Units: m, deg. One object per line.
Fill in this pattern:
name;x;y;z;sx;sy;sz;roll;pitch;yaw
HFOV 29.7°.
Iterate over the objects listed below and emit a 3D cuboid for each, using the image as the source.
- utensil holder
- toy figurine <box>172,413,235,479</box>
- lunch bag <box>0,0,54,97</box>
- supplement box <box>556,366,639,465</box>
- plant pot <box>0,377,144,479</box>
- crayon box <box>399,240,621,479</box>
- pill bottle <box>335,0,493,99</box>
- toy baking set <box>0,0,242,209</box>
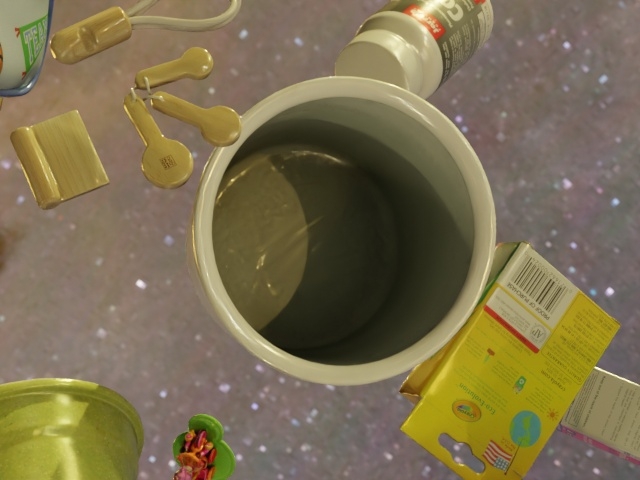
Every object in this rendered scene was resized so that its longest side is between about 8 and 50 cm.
utensil holder;0.000;0.000;1.455;0.328;0.327;0.385;-55;-175;-8
toy figurine;-0.243;0.439;2.263;0.159;0.130;0.173;-62;165;-54
lunch bag;-0.251;-0.202;0.682;0.303;0.114;0.243;-18;117;-71
supplement box;0.506;0.296;1.972;0.220;0.111;0.114;21;-102;18
plant pot;-0.294;0.330;1.278;0.276;0.276;0.254;-42;-133;20
crayon box;0.254;0.185;1.700;0.318;0.202;0.081;-53;-166;-14
pill bottle;0.153;-0.320;1.972;0.161;0.161;0.283;-25;-165;45
toy baking set;-0.154;-0.137;0.867;0.030;0.196;0.256;124;-32;-65
